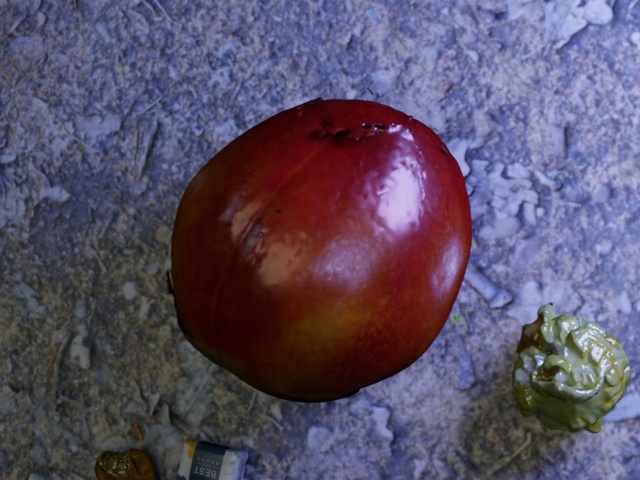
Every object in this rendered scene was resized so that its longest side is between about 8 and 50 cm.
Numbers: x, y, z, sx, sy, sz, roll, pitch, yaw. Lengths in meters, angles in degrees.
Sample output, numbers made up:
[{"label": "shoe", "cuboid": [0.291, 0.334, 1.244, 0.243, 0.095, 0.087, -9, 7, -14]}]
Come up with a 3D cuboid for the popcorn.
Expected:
[{"label": "popcorn", "cuboid": [0.298, 0.158, 1.562, 0.135, 0.162, 0.142, 3, 111, -16]}]

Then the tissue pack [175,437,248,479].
[{"label": "tissue pack", "cuboid": [-0.142, 0.297, 1.723, 0.083, 0.042, 0.062, 12, 86, 18]}]

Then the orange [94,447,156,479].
[{"label": "orange", "cuboid": [-0.255, 0.309, 1.748, 0.086, 0.062, 0.086, 21, 132, 25]}]

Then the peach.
[{"label": "peach", "cuboid": [0.000, 0.000, 1.553, 0.369, 0.370, 0.370, -2, 84, 18]}]
